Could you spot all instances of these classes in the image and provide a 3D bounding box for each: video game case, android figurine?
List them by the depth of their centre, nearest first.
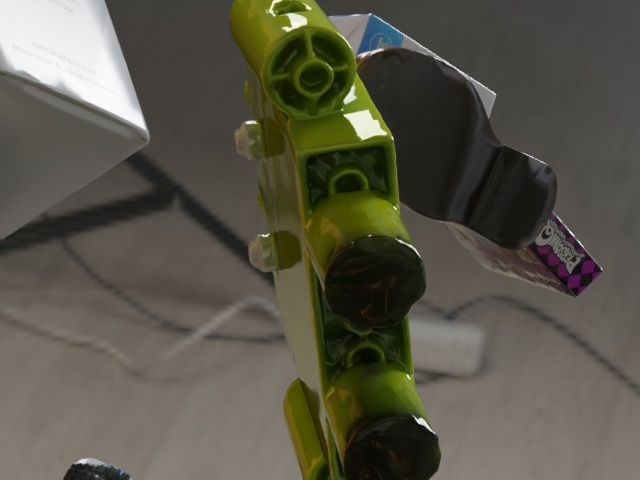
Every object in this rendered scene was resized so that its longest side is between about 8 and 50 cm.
[{"bbox_3d":[0.000,0.000,0.868,0.056,0.248,0.273,-10,27,-8],"label":"android figurine"},{"bbox_3d":[0.136,-0.047,1.682,0.042,0.210,0.232,-44,14,-7],"label":"video game case"}]

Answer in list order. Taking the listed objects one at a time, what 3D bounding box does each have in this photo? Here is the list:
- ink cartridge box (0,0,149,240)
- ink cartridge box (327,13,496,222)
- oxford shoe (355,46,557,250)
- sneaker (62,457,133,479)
[{"bbox_3d":[-0.313,-0.175,1.240,0.160,0.279,0.384,22,41,-55],"label":"ink cartridge box"},{"bbox_3d":[0.069,-0.092,1.451,0.180,0.104,0.060,28,-15,-35],"label":"ink cartridge box"},{"bbox_3d":[0.056,-0.053,1.039,0.076,0.212,0.076,28,85,35],"label":"oxford shoe"},{"bbox_3d":[-0.177,0.195,1.284,0.083,0.190,0.071,34,61,16],"label":"sneaker"}]
